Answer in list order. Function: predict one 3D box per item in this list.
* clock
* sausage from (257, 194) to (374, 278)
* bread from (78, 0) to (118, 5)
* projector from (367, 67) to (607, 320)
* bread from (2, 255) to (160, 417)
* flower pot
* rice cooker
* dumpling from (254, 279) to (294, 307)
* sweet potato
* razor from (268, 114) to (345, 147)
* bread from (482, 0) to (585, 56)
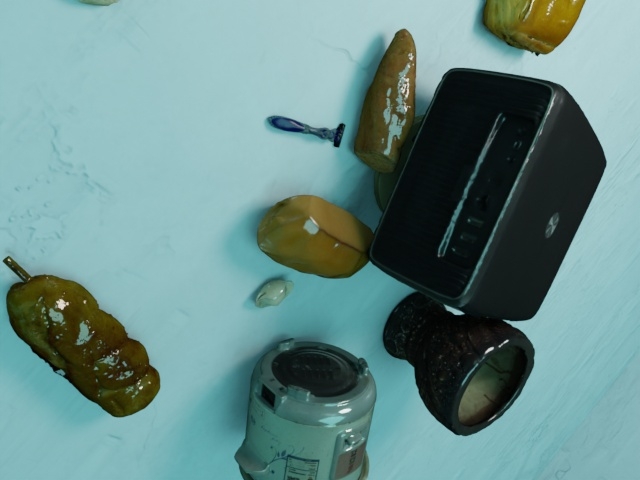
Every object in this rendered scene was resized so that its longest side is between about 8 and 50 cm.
[{"bbox_3d":[0.209,-0.143,1.041,0.235,0.029,0.234,-15,120,-27],"label":"clock"},{"bbox_3d":[0.000,-0.001,0.906,0.241,0.120,0.136,21,138,-38],"label":"sausage"},{"bbox_3d":[-0.249,-0.410,0.572,0.250,0.039,0.182,-51,132,-1],"label":"bread"},{"bbox_3d":[0.323,-0.068,0.955,0.405,0.242,0.394,15,101,-50],"label":"projector"},{"bbox_3d":[-0.361,0.155,0.761,0.124,0.084,0.344,-36,128,-15],"label":"bread"},{"bbox_3d":[0.298,0.257,1.154,0.267,0.267,0.266,-17,124,-28],"label":"flower pot"},{"bbox_3d":[-0.026,0.366,0.989,0.317,0.264,0.316,-23,125,-39],"label":"rice cooker"},{"bbox_3d":[-0.088,0.105,0.955,0.077,0.043,0.059,-50,150,-23],"label":"dumpling"},{"bbox_3d":[0.123,-0.238,0.884,0.097,0.097,0.251,-4,117,-33],"label":"sweet potato"},{"bbox_3d":[-0.018,-0.190,0.856,0.155,0.028,0.044,4,111,-37],"label":"razor"},{"bbox_3d":[0.430,-0.489,0.964,0.211,0.099,0.234,7,109,-37],"label":"bread"}]
